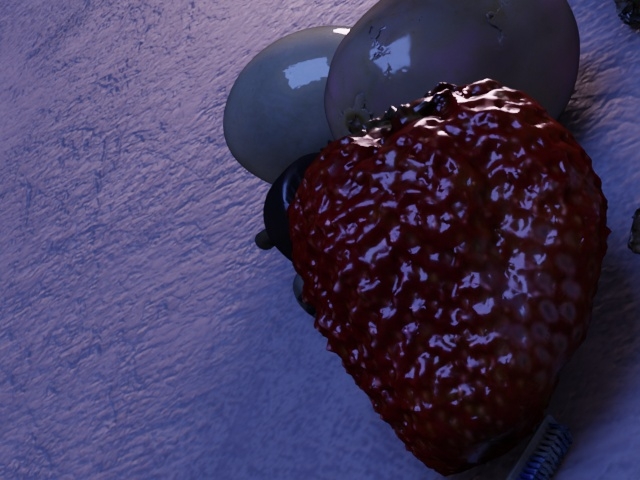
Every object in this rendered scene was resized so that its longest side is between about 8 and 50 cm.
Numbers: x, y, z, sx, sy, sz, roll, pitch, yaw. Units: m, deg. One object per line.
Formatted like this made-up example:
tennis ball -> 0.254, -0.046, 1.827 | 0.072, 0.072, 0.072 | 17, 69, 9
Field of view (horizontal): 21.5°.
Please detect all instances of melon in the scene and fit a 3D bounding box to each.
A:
melon -> 0.140, -0.171, 1.773 | 0.223, 0.223, 0.317 | -2, 25, 47

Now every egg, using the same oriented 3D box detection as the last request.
egg -> -0.002, -0.152, 1.957 | 0.253, 0.186, 0.186 | -20, 36, 27

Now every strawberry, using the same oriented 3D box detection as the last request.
strawberry -> 0.119, 0.035, 1.521 | 0.312, 0.267, 0.351 | -40, 42, 38

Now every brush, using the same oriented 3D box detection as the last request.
brush -> 0.163, 0.228, 1.436 | 0.030, 0.033, 0.178 | 17, 62, 39

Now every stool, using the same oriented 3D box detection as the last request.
stool -> 0.000, 0.000, 1.840 | 0.121, 0.125, 0.217 | 134, 138, -54

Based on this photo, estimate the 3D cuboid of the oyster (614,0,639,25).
oyster -> 0.372, -0.302, 1.862 | 0.125, 0.064, 0.177 | -25, 35, 17

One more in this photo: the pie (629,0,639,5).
pie -> 0.415, -0.374, 1.823 | 0.323, 0.070, 0.323 | -14, 47, 15

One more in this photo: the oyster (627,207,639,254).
oyster -> 0.353, -0.038, 1.546 | 0.105, 0.056, 0.177 | 2, 50, 34
